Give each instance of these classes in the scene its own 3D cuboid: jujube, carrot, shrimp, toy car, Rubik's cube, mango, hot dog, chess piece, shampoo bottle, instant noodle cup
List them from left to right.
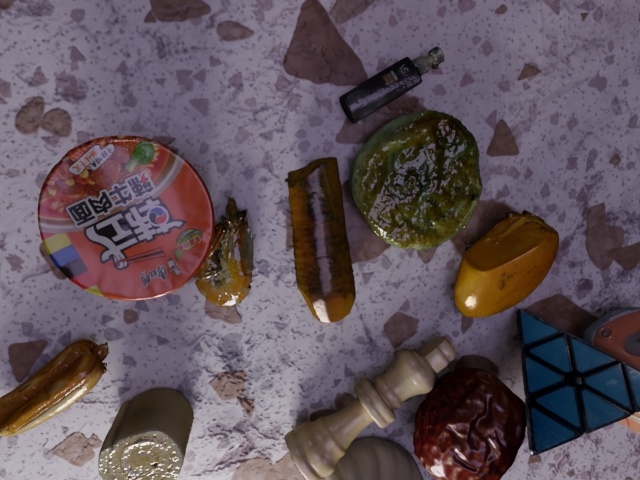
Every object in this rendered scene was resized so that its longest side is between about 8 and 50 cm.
[{"bbox_3d":[-0.490,0.274,0.834,0.249,0.102,0.076,-37,145,2],"label":"hot dog"},{"bbox_3d":[-0.297,-0.047,0.745,0.249,0.192,0.251,-2,101,-9],"label":"instant noodle cup"},{"bbox_3d":[-0.183,0.025,0.852,0.115,0.051,0.218,5,102,-8],"label":"shrimp"},{"bbox_3d":[0.000,0.000,0.843,0.113,0.114,0.303,-9,100,-7],"label":"carrot"},{"bbox_3d":[0.114,0.332,0.930,0.397,0.117,0.117,-38,104,-3],"label":"chess piece"},{"bbox_3d":[0.137,-0.294,0.835,0.207,0.063,0.057,-30,94,0],"label":"shampoo bottle"},{"bbox_3d":[0.296,0.379,0.914,0.212,0.213,0.232,37,86,-14],"label":"jujube"},{"bbox_3d":[0.368,0.057,0.905,0.153,0.126,0.252,28,105,-33],"label":"mango"},{"bbox_3d":[0.501,0.314,0.919,0.233,0.228,0.229,27,94,-13],"label":"Rubik's cube"},{"bbox_3d":[0.699,0.291,0.957,0.180,0.212,0.271,-20,103,-4],"label":"toy car"}]

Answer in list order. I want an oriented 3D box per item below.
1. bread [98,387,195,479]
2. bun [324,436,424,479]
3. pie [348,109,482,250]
[{"bbox_3d":[-0.325,0.377,0.851,0.148,0.141,0.134,-11,106,-5],"label":"bread"},{"bbox_3d":[0.116,0.577,0.943,0.262,0.175,0.264,-2,101,-10],"label":"bun"},{"bbox_3d":[0.191,-0.108,0.869,0.276,0.078,0.278,-1,102,-7],"label":"pie"}]
